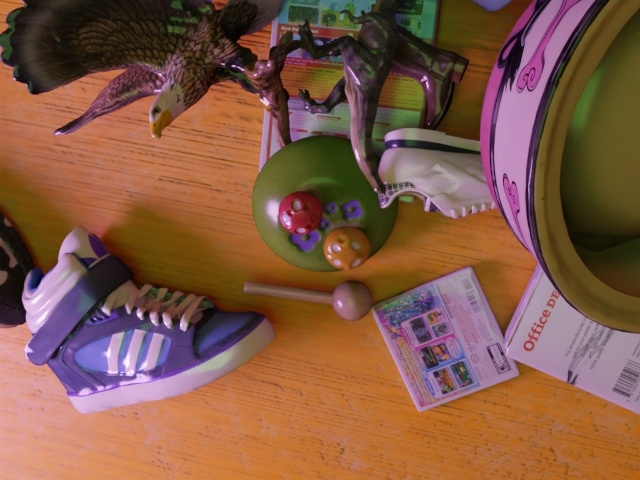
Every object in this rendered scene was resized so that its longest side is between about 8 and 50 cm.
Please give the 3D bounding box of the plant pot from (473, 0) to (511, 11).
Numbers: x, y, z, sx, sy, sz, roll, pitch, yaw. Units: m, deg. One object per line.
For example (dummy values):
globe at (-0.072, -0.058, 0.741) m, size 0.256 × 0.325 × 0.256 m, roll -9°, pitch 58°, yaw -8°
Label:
plant pot at (0.134, -0.387, 0.919) m, size 0.255 × 0.271 × 0.271 m, roll 30°, pitch 106°, yaw -12°

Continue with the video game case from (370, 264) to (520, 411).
video game case at (0.161, 0.129, 1.134) m, size 0.143 × 0.019 × 0.157 m, roll -24°, pitch 97°, yaw 15°

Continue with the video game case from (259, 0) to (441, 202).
video game case at (0.035, -0.200, 1.086) m, size 0.204 × 0.025 × 0.285 m, roll 8°, pitch 104°, yaw 10°

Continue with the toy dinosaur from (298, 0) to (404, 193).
toy dinosaur at (0.033, -0.194, 1.009) m, size 0.118 × 0.064 × 0.268 m, roll 8°, pitch 90°, yaw 17°

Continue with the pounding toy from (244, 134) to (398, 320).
pounding toy at (0.000, 0.000, 1.059) m, size 0.183 × 0.110 × 0.237 m, roll 9°, pitch 116°, yaw -3°

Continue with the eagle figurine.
eagle figurine at (-0.184, -0.203, 1.012) m, size 0.298 × 0.225 × 0.226 m, roll 11°, pitch 115°, yaw 10°

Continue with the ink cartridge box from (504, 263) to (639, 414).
ink cartridge box at (0.345, 0.103, 1.055) m, size 0.208 × 0.087 × 0.153 m, roll 24°, pitch 105°, yaw 6°

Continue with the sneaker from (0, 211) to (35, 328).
sneaker at (-0.579, 0.002, 1.218) m, size 0.410 × 0.158 × 0.182 m, roll 34°, pitch 141°, yaw -4°

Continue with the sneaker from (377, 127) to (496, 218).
sneaker at (0.184, -0.067, 1.032) m, size 0.235 × 0.090 × 0.095 m, roll 8°, pitch 82°, yaw 3°

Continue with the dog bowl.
dog bowl at (0.343, -0.119, 0.894) m, size 0.408 × 0.150 × 0.408 m, roll -10°, pitch 115°, yaw -21°

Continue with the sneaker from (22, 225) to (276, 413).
sneaker at (-0.244, 0.082, 1.145) m, size 0.323 × 0.130 × 0.236 m, roll -19°, pitch 102°, yaw 20°

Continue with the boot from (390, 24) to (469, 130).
boot at (0.106, -0.193, 1.043) m, size 0.114 × 0.037 × 0.106 m, roll 26°, pitch 106°, yaw 8°
